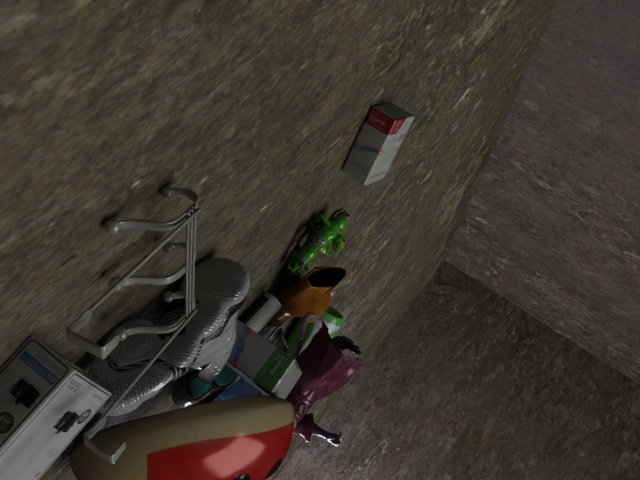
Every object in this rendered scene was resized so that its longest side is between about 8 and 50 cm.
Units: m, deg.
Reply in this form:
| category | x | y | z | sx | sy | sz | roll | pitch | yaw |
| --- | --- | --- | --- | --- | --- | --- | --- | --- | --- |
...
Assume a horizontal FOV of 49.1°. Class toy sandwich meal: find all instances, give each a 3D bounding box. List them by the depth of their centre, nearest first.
| category | x | y | z | sx | sy | sz | roll | pitch | yaw |
| --- | --- | --- | --- | --- | --- | --- | --- | --- | --- |
| toy sandwich meal | 0.044 | -0.043 | 1.844 | 0.085 | 0.029 | 0.085 | -50 | 163 | -22 |

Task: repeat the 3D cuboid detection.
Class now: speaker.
| category | x | y | z | sx | sy | sz | roll | pitch | yaw |
| --- | --- | --- | --- | --- | --- | --- | --- | --- | --- |
| speaker | -0.156 | 0.189 | 1.672 | 0.136 | 0.055 | 0.055 | -46 | 161 | -29 |
| speaker | -0.054 | 0.328 | 2.109 | 0.296 | 0.131 | 0.131 | -58 | 164 | 8 |

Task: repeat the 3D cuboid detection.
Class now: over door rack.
| category | x | y | z | sx | sy | sz | roll | pitch | yaw |
| --- | --- | --- | --- | --- | --- | --- | --- | --- | --- |
| over door rack | -0.267 | 0.100 | 0.987 | 0.324 | 0.108 | 0.239 | -69 | 171 | -49 |

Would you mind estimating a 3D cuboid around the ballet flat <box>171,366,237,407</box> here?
| category | x | y | z | sx | sy | sz | roll | pitch | yaw |
| --- | --- | --- | --- | --- | --- | --- | --- | --- | --- |
| ballet flat | -0.269 | 0.328 | 1.624 | 0.068 | 0.072 | 0.213 | -33 | 173 | 24 |

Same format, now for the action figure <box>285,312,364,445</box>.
| category | x | y | z | sx | sy | sz | roll | pitch | yaw |
| --- | --- | --- | --- | --- | --- | --- | --- | --- | --- |
| action figure | -0.067 | 0.360 | 1.671 | 0.370 | 0.276 | 0.248 | -46 | 141 | -6 |

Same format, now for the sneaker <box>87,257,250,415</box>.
| category | x | y | z | sx | sy | sz | roll | pitch | yaw |
| --- | --- | --- | --- | --- | --- | --- | --- | --- | --- |
| sneaker | -0.259 | 0.205 | 1.252 | 0.366 | 0.137 | 0.210 | -47 | 159 | -40 |

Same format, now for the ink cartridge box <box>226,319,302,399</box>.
| category | x | y | z | sx | sy | sz | roll | pitch | yaw |
| --- | --- | --- | --- | --- | --- | --- | --- | --- | --- |
| ink cartridge box | -0.154 | 0.249 | 1.513 | 0.093 | 0.212 | 0.154 | -55 | 163 | -16 |

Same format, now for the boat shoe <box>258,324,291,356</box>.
| category | x | y | z | sx | sy | sz | roll | pitch | yaw |
| --- | --- | --- | --- | --- | --- | --- | --- | --- | --- |
| boat shoe | -0.122 | 0.324 | 1.911 | 0.121 | 0.119 | 0.335 | -48 | 162 | -27 |

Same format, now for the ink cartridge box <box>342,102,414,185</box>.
| category | x | y | z | sx | sy | sz | roll | pitch | yaw |
| --- | --- | --- | --- | --- | --- | --- | --- | --- | --- |
| ink cartridge box | 0.137 | -0.231 | 1.671 | 0.127 | 0.072 | 0.175 | -27 | 147 | -60 |

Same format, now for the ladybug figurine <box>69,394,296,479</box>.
| category | x | y | z | sx | sy | sz | roll | pitch | yaw |
| --- | --- | --- | --- | --- | --- | --- | --- | --- | --- |
| ladybug figurine | -0.239 | 0.410 | 1.343 | 0.449 | 0.162 | 0.305 | -6 | 160 | -28 |

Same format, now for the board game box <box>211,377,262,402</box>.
| category | x | y | z | sx | sy | sz | roll | pitch | yaw |
| --- | --- | --- | --- | --- | --- | --- | --- | --- | --- |
| board game box | -0.248 | 0.452 | 1.773 | 0.316 | 0.064 | 0.242 | -50 | 169 | 29 |

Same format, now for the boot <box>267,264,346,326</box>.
| category | x | y | z | sx | sy | sz | roll | pitch | yaw |
| --- | --- | --- | --- | --- | --- | --- | --- | --- | --- |
| boot | 0.000 | 0.130 | 1.819 | 0.211 | 0.104 | 0.295 | -39 | 168 | 33 |

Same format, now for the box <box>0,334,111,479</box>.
| category | x | y | z | sx | sy | sz | roll | pitch | yaw |
| --- | --- | --- | --- | --- | --- | --- | --- | --- | --- |
| box | -0.443 | 0.288 | 0.976 | 0.290 | 0.087 | 0.169 | -52 | 163 | -17 |

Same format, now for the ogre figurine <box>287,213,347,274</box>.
| category | x | y | z | sx | sy | sz | roll | pitch | yaw |
| --- | --- | --- | --- | --- | --- | --- | --- | --- | --- |
| ogre figurine | 0.000 | 0.000 | 1.703 | 0.197 | 0.097 | 0.118 | -16 | 158 | -44 |
